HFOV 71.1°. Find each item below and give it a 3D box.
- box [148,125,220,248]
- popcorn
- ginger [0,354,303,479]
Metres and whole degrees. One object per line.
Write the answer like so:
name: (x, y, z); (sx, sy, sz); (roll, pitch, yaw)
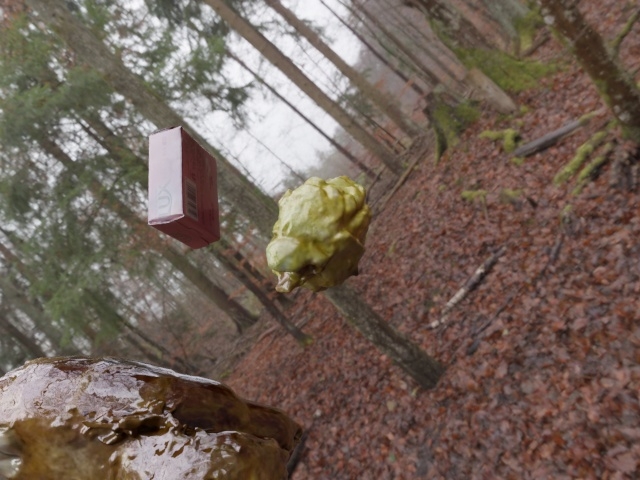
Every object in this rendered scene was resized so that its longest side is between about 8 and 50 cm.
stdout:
box: (-0.200, -0.077, 0.665); (0.060, 0.156, 0.111); (-11, -20, 14)
popcorn: (0.000, 0.000, 0.870); (0.266, 0.192, 0.233); (-46, -15, -40)
ginger: (-0.227, 0.256, 0.544); (0.254, 0.418, 0.176); (-104, 29, -82)
